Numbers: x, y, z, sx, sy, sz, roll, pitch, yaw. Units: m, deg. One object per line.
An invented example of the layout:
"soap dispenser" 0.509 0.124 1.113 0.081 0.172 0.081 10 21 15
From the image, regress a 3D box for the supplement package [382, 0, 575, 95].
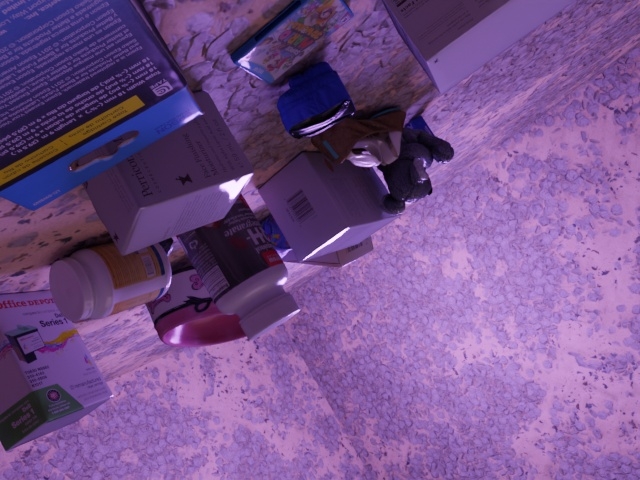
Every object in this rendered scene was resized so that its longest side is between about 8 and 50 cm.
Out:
"supplement package" 0.248 -0.380 0.844 0.262 0.145 0.204 -33 170 16

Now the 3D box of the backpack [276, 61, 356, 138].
"backpack" -0.014 -0.232 0.926 0.120 0.101 0.098 -28 169 9

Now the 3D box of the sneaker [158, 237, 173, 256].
"sneaker" -0.384 0.026 1.259 0.191 0.071 0.083 -28 -179 39

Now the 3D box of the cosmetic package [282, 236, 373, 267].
"cosmetic package" 0.000 0.000 1.753 0.160 0.113 0.309 -25 -163 -36

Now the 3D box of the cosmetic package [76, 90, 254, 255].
"cosmetic package" -0.228 -0.099 0.796 0.184 0.151 0.151 -25 169 -37

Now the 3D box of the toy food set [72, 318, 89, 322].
"toy food set" -0.604 0.171 1.413 0.192 0.038 0.132 -19 159 -32

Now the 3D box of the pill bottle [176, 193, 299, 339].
"pill bottle" -0.182 0.052 1.216 0.176 0.318 0.176 -31 171 -5

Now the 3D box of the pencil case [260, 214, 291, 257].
"pencil case" -0.194 0.036 1.723 0.133 0.119 0.306 9 148 -33

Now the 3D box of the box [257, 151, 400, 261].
"box" 0.036 -0.098 1.440 0.168 0.215 0.345 -36 169 29

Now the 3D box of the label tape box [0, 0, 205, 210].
"label tape box" -0.270 -0.159 0.488 0.241 0.106 0.333 -30 172 -2

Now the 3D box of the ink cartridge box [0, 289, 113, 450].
"ink cartridge box" -0.584 0.246 1.108 0.117 0.278 0.201 -36 170 11

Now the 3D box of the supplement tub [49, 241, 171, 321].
"supplement tub" -0.424 0.076 1.117 0.144 0.144 0.200 -38 168 37

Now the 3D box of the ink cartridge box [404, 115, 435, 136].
"ink cartridge box" 0.261 -0.268 1.618 0.046 0.097 0.207 -26 170 -26

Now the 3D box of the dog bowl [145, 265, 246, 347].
"dog bowl" -0.333 0.212 1.699 0.408 0.150 0.408 -13 157 -5

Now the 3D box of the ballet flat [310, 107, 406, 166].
"ballet flat" 0.116 -0.230 1.274 0.116 0.124 0.342 -38 169 37

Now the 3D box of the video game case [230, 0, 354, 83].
"video game case" -0.038 -0.295 0.789 0.166 0.015 0.119 -34 171 18

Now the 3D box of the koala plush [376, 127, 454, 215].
"koala plush" 0.226 -0.175 1.444 0.196 0.203 0.221 -51 -162 40
